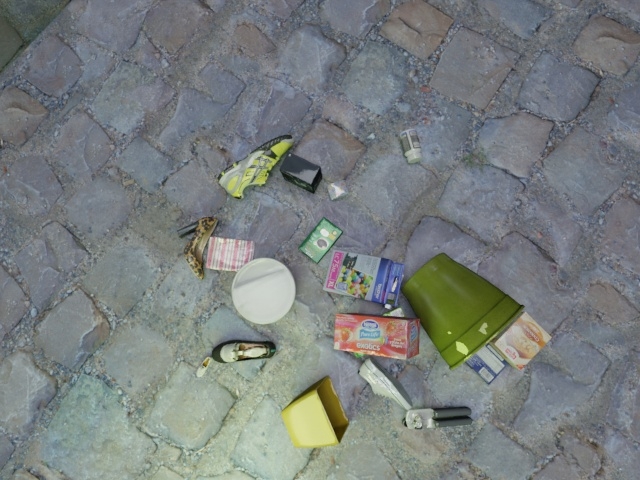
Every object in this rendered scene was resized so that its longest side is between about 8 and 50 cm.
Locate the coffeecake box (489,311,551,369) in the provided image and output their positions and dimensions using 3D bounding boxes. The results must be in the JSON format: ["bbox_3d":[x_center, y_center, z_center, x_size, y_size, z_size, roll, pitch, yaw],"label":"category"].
[{"bbox_3d":[0.802,0.402,1.652,0.185,0.068,0.142,-43,83,-6],"label":"coffeecake box"}]

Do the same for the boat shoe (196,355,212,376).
[{"bbox_3d":[-0.498,0.538,1.746,0.035,0.035,0.100,36,84,7],"label":"boat shoe"}]

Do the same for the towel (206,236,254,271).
[{"bbox_3d":[-0.393,0.062,1.794,0.197,0.029,0.144,7,83,-11],"label":"towel"}]

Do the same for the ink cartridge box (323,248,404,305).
[{"bbox_3d":[0.178,0.152,1.703,0.311,0.065,0.185,10,79,24],"label":"ink cartridge box"}]

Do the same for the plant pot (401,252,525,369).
[{"bbox_3d":[0.519,0.249,1.608,0.366,0.366,0.353,-41,69,-4],"label":"plant pot"}]

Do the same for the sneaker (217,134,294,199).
[{"bbox_3d":[-0.269,-0.334,1.835,0.385,0.145,0.147,-35,102,0],"label":"sneaker"}]

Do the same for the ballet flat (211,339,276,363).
[{"bbox_3d":[-0.329,0.463,1.718,0.281,0.096,0.095,-8,82,2],"label":"ballet flat"}]

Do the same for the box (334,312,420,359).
[{"bbox_3d":[0.219,0.363,1.588,0.300,0.154,0.142,-1,82,32],"label":"box"}]

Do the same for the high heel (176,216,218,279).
[{"bbox_3d":[-0.505,0.027,1.796,0.186,0.093,0.261,-24,77,-1],"label":"high heel"}]

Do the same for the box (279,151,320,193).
[{"bbox_3d":[-0.083,-0.294,1.790,0.156,0.158,0.093,27,84,7],"label":"box"}]

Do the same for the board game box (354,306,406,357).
[{"bbox_3d":[0.248,0.388,1.732,0.260,0.039,0.124,-23,80,-3],"label":"board game box"}]

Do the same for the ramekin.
[{"bbox_3d":[-0.230,0.212,1.736,0.273,0.127,0.272,0,82,3],"label":"ramekin"}]

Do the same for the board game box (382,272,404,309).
[{"bbox_3d":[0.305,0.214,1.721,0.026,0.103,0.154,23,83,6],"label":"board game box"}]

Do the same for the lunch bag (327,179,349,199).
[{"bbox_3d":[0.076,-0.223,1.825,0.083,0.053,0.071,-18,83,-10],"label":"lunch bag"}]

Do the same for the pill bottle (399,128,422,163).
[{"bbox_3d":[0.405,-0.419,1.825,0.078,0.078,0.137,-13,81,1],"label":"pill bottle"}]

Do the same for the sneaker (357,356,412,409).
[{"bbox_3d":[0.263,0.600,1.682,0.258,0.094,0.091,45,104,12],"label":"sneaker"}]

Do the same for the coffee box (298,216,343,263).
[{"bbox_3d":[0.000,0.000,1.800,0.113,0.040,0.184,37,84,8],"label":"coffee box"}]

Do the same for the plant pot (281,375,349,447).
[{"bbox_3d":[-0.029,0.695,1.624,0.187,0.212,0.212,-27,81,12],"label":"plant pot"}]

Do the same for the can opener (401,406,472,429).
[{"bbox_3d":[0.470,0.710,1.654,0.281,0.093,0.074,-1,83,-6],"label":"can opener"}]

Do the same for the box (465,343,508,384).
[{"bbox_3d":[0.718,0.466,1.695,0.225,0.036,0.136,-43,82,-5],"label":"box"}]
